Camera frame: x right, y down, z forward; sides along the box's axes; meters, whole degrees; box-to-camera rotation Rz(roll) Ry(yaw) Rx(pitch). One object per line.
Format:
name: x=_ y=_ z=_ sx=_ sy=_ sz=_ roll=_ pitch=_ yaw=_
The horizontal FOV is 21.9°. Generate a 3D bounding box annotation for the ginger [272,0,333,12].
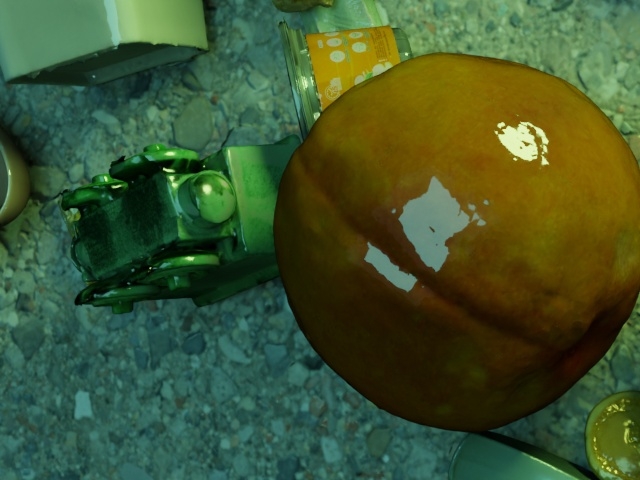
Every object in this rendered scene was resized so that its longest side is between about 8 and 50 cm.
ginger: x=0.002 y=-0.284 z=1.695 sx=0.137 sy=0.057 sz=0.044 roll=-51 pitch=24 yaw=25

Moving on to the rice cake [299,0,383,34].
rice cake: x=-0.004 y=-0.292 z=1.743 sx=0.080 sy=0.042 sz=0.221 roll=-27 pitch=76 yaw=28

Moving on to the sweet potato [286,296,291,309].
sweet potato: x=-0.004 y=0.001 z=1.716 sx=0.068 sy=0.068 sz=0.226 roll=3 pitch=88 yaw=27

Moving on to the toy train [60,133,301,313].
toy train: x=-0.142 y=-0.012 z=1.674 sx=0.266 sy=0.202 sz=0.145 roll=-21 pitch=77 yaw=51

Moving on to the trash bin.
trash bin: x=-0.274 y=-0.358 z=1.759 sx=0.256 sy=0.296 sz=0.367 roll=-13 pitch=88 yaw=25

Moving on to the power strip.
power strip: x=0.227 y=0.241 z=1.526 sx=0.253 sy=0.167 sz=0.054 roll=26 pitch=93 yaw=32

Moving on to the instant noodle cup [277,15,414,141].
instant noodle cup: x=0.037 y=-0.141 z=1.649 sx=0.125 sy=0.177 sz=0.208 roll=-12 pitch=78 yaw=-1

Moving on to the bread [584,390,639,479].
bread: x=0.299 y=0.187 z=1.547 sx=0.110 sy=0.024 sz=0.110 roll=-6 pitch=58 yaw=9

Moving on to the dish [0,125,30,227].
dish: x=-0.417 y=-0.057 z=1.918 sx=0.213 sy=0.090 sz=0.213 roll=-3 pitch=84 yaw=28

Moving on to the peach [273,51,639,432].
peach: x=0.137 y=0.003 z=1.500 sx=0.343 sy=0.343 sz=0.301 roll=-52 pitch=50 yaw=16

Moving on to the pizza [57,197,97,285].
pizza: x=-0.267 y=-0.016 z=1.874 sx=0.108 sy=0.026 sz=0.123 roll=28 pitch=101 yaw=28
